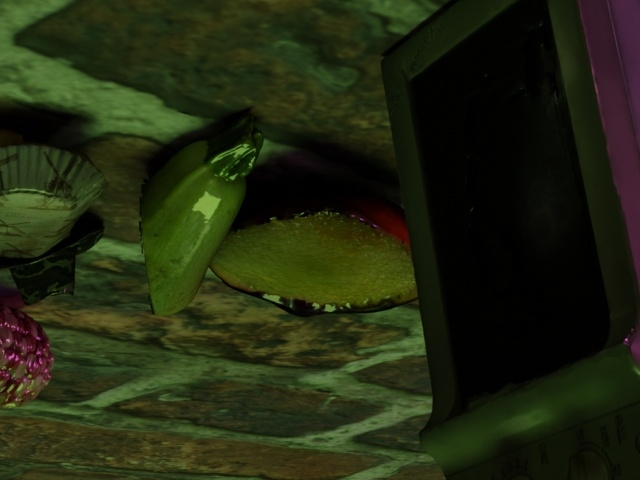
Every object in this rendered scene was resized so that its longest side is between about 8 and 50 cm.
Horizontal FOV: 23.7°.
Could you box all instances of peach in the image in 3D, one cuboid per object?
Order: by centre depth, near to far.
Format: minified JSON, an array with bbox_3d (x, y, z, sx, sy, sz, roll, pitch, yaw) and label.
[{"bbox_3d":[0.000,-0.003,1.243,0.189,0.068,0.279,2,161,-3],"label":"peach"}]

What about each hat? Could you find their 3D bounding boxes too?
[{"bbox_3d":[-0.223,0.024,1.234,0.121,0.050,0.121,-13,-178,1],"label":"hat"}]

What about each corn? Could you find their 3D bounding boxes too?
[{"bbox_3d":[-0.343,0.079,1.289,0.098,0.098,0.290,-19,156,28],"label":"corn"}]

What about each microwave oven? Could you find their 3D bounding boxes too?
[{"bbox_3d":[0.208,0.023,0.971,0.286,0.355,0.218,6,156,-34],"label":"microwave oven"}]

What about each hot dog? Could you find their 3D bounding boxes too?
[{"bbox_3d":[-0.220,-0.031,1.101,0.108,0.059,0.191,9,161,-19],"label":"hot dog"}]

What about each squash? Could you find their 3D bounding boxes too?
[{"bbox_3d":[-0.099,-0.029,1.135,0.075,0.090,0.200,27,139,-3],"label":"squash"}]
